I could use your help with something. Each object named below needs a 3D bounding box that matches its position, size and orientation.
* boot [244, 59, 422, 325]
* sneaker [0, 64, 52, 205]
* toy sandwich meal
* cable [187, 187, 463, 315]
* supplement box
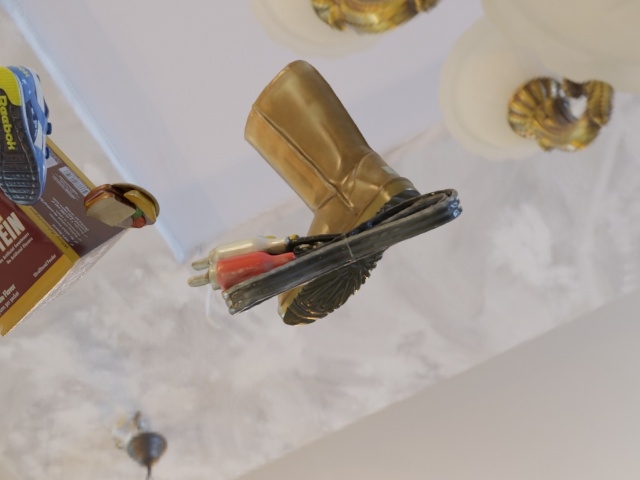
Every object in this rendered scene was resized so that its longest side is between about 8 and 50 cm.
[{"bbox_3d":[-0.021,-0.060,1.206,0.236,0.269,0.089,-47,-37,10],"label":"boot"},{"bbox_3d":[-0.293,-0.106,0.968,0.053,0.059,0.144,6,-67,14],"label":"sneaker"},{"bbox_3d":[-0.223,-0.034,1.101,0.085,0.029,0.086,1,-39,1],"label":"toy sandwich meal"},{"bbox_3d":[0.000,0.000,0.983,0.287,0.139,0.072,-23,-83,12],"label":"cable"},{"bbox_3d":[-0.360,-0.023,1.154,0.129,0.194,0.191,-42,-86,15],"label":"supplement box"}]
